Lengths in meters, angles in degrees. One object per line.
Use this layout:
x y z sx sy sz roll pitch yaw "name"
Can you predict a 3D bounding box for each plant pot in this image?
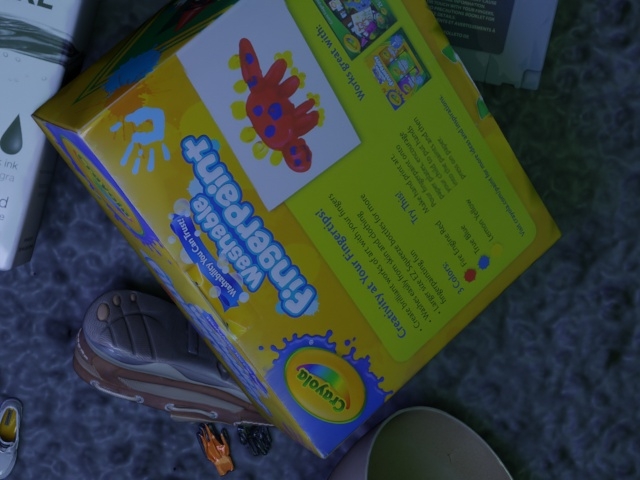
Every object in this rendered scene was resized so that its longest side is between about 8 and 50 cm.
0.091 0.359 1.643 0.191 0.284 0.284 -33 105 36 "plant pot"

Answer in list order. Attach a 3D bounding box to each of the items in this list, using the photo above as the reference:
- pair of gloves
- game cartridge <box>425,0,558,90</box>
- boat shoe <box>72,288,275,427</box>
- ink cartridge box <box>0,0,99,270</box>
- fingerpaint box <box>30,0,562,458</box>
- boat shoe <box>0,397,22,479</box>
-0.104 0.237 1.704 0.083 0.010 0.074 -26 101 -4 "pair of gloves"
0.117 -0.288 1.566 0.297 0.062 0.198 12 108 2 "game cartridge"
-0.135 0.154 1.644 0.324 0.123 0.116 22 131 -19 "boat shoe"
-0.400 -0.196 1.470 0.285 0.166 0.395 15 91 -5 "ink cartridge box"
-0.013 -0.066 1.473 0.371 0.163 0.445 -42 117 -14 "fingerpaint box"
-0.371 0.236 1.660 0.035 0.035 0.100 15 99 -9 "boat shoe"
